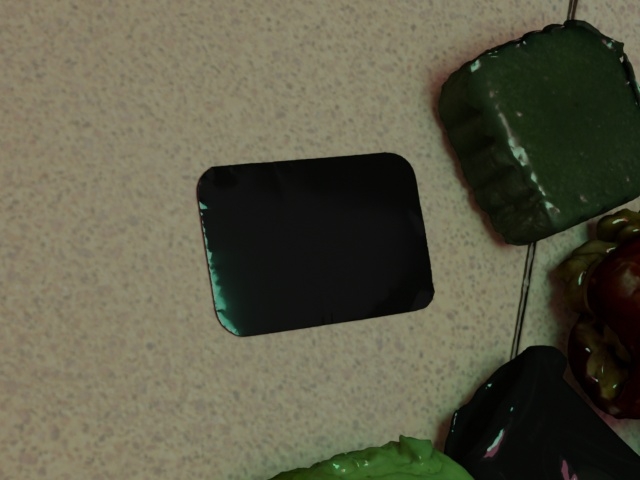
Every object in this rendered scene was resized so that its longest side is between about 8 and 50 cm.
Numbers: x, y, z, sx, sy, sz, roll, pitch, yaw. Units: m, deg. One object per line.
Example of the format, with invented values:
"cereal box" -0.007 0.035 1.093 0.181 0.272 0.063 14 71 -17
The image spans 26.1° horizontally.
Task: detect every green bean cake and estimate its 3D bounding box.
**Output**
"green bean cake" 0.261 -0.127 1.562 0.222 0.125 0.227 -22 89 -28

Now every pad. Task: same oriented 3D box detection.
"pad" 0.000 0.000 1.459 0.267 0.004 0.181 -6 82 -30

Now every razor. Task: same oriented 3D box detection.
"razor" 0.280 0.287 1.490 0.349 0.113 0.204 47 60 -11

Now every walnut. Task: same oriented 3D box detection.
"walnut" 0.392 0.059 1.553 0.269 0.222 0.244 -23 67 -24

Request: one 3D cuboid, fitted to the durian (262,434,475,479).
"durian" 0.058 0.329 1.327 0.339 0.204 0.256 -7 69 -21
